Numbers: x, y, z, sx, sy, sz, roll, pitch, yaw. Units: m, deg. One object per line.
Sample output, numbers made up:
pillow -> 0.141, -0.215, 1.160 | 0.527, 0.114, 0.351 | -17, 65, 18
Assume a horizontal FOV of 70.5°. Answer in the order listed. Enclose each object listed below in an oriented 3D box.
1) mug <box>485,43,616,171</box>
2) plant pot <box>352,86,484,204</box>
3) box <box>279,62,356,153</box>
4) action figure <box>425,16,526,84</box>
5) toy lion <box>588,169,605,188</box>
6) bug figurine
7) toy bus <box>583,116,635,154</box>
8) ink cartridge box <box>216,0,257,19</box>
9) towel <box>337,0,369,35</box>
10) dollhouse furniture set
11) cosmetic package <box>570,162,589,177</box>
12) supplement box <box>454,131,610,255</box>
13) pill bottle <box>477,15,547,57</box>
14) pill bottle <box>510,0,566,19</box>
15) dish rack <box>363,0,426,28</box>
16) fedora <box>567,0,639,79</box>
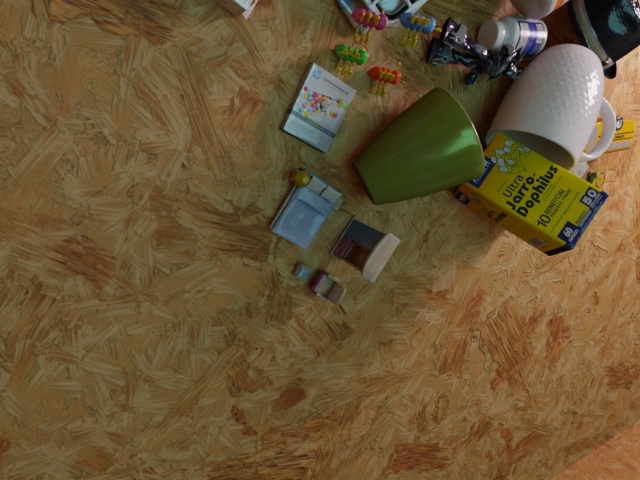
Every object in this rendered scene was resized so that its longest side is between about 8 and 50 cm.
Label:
mug -> 0.749, -0.391, 1.405 | 0.374, 0.276, 0.328 | 27, 86, -11
plant pot -> 0.247, -0.228, 1.256 | 0.294, 0.275, 0.274 | -28, 117, 2
box -> -0.006, -0.347, 1.201 | 0.145, 0.038, 0.186 | 24, 93, -30
action figure -> 0.455, -0.523, 1.307 | 0.285, 0.185, 0.099 | 16, 69, -14
toy lion -> 1.079, -0.227, 1.775 | 0.096, 0.034, 0.100 | 11, 101, -36
bug figurine -> 0.158, -0.493, 1.149 | 0.216, 0.279, 0.072 | 12, 68, -14
toy bus -> 0.975, -0.377, 1.633 | 0.333, 0.108, 0.130 | -12, 112, -23
ink cartridge box -> -0.197, -0.576, 1.007 | 0.143, 0.090, 0.092 | 29, 91, -29
towel -> 0.097, -0.699, 1.147 | 0.209, 0.034, 0.285 | -44, 117, -5
dollhouse furniture set -> 0.000, 0.000, 1.219 | 0.303, 0.198, 0.286 | 33, 89, -30
cosmetic package -> 0.764, -0.197, 1.572 | 0.296, 0.129, 0.153 | -49, 118, -5
supplement box -> 0.623, -0.135, 1.381 | 0.357, 0.195, 0.194 | 34, 88, 12
pill bottle -> 0.572, -0.610, 1.360 | 0.187, 0.112, 0.112 | -7, 108, -24
pill bottle -> 0.725, -0.821, 1.249 | 0.392, 0.224, 0.224 | -33, 118, 5
dish rack -> 0.165, -0.727, 1.087 | 0.285, 0.072, 0.333 | -42, 118, 8
fedora -> 0.910, -0.676, 1.411 | 0.334, 0.152, 0.334 | 18, 62, -38
